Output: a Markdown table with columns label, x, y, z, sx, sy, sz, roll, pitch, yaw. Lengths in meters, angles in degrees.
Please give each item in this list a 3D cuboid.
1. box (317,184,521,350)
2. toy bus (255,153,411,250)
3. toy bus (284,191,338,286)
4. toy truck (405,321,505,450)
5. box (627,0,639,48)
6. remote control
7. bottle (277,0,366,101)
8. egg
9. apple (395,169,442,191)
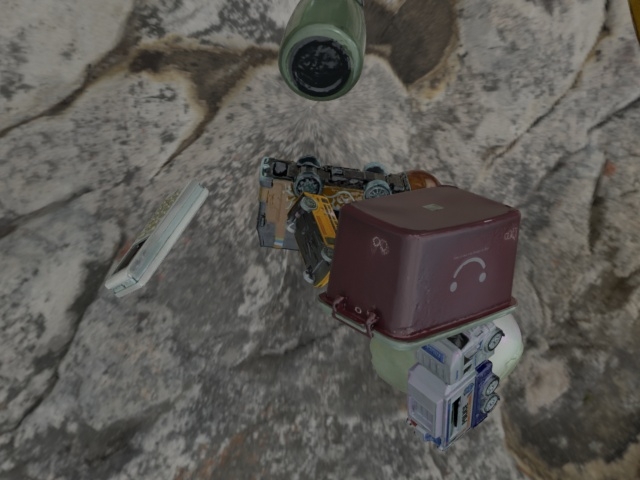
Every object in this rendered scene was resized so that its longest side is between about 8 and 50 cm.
| label | x | y | z | sx | sy | sz | roll | pitch | yaw |
| --- | --- | --- | --- | --- | --- | --- | --- | --- | --- |
| box | 0.153 | 0.026 | 1.260 | 0.294 | 0.193 | 0.167 | -12 | 115 | -41 |
| toy bus | 0.017 | -0.060 | 1.597 | 0.275 | 0.138 | 0.167 | 8 | 114 | -4 |
| toy bus | 0.000 | 0.000 | 1.447 | 0.074 | 0.162 | 0.069 | 5 | 139 | -36 |
| toy truck | 0.230 | 0.238 | 1.539 | 0.155 | 0.124 | 0.268 | -35 | 140 | -26 |
| box | 0.373 | -0.182 | 0.524 | 0.193 | 0.301 | 0.084 | 14 | 60 | -31 |
| remote control | -0.335 | -0.009 | 1.769 | 0.055 | 0.103 | 0.277 | 44 | 52 | -19 |
| bottle | 0.015 | -0.435 | 1.754 | 0.168 | 0.347 | 0.168 | 4 | 130 | 4 |
| egg | 0.276 | 0.211 | 1.892 | 0.336 | 0.278 | 0.278 | -3 | 100 | 27 |
| apple | 0.186 | -0.030 | 1.793 | 0.234 | 0.234 | 0.234 | 0 | 99 | -1 |
